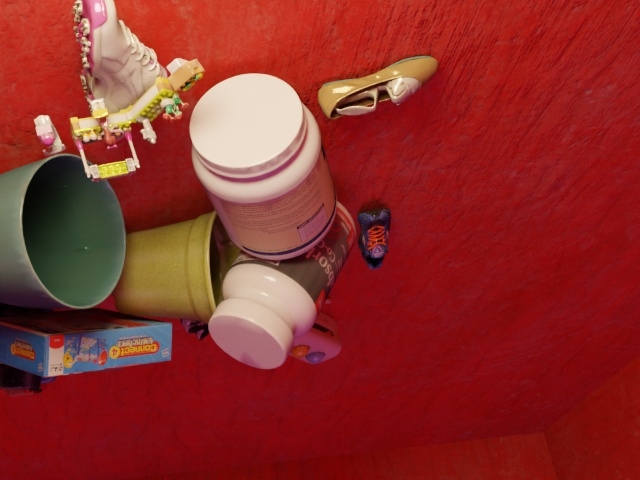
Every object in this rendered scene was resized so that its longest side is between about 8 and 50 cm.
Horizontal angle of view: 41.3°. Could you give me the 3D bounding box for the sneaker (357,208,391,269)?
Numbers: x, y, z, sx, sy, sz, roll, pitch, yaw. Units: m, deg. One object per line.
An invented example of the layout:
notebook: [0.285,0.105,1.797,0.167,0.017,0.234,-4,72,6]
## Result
sneaker: [0.135,-0.004,2.036,0.083,0.087,0.221,-11,151,-1]

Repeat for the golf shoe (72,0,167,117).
golf shoe: [-0.319,-0.297,1.369,0.140,0.115,0.306,-12,160,-15]

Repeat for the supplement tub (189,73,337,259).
supplement tub: [-0.103,-0.131,1.586,0.235,0.235,0.325,-12,151,3]

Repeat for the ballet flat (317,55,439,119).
ballet flat: [0.112,-0.273,1.571,0.232,0.073,0.080,-15,151,7]

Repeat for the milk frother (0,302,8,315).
milk frother: [-0.721,0.067,1.880,0.143,0.129,0.134,39,91,-20]

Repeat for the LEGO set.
LEGO set: [-0.303,-0.181,1.369,0.287,0.107,0.132,-21,160,0]

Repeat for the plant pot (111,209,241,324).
plant pot: [-0.320,0.067,1.873,0.254,0.276,0.276,-3,152,12]

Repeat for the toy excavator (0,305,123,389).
toy excavator: [-0.727,0.272,2.150,0.433,0.222,0.445,0,169,-10]

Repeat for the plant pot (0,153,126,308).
plant pot: [-0.556,-0.003,1.628,0.235,0.293,0.293,-8,154,24]

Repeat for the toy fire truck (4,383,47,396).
toy fire truck: [-0.836,0.376,2.332,0.192,0.135,0.047,-24,148,22]

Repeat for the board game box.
board game box: [-0.537,0.216,1.860,0.308,0.086,0.302,4,-176,45]

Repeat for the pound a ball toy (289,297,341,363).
pound a ball toy: [-0.046,0.244,2.363,0.208,0.135,0.319,-25,148,24]

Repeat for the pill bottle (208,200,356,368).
pill bottle: [-0.079,0.076,1.784,0.210,0.363,0.210,17,142,14]

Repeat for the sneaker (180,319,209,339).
sneaker: [-0.310,0.156,2.152,0.130,0.147,0.330,-38,168,-6]
